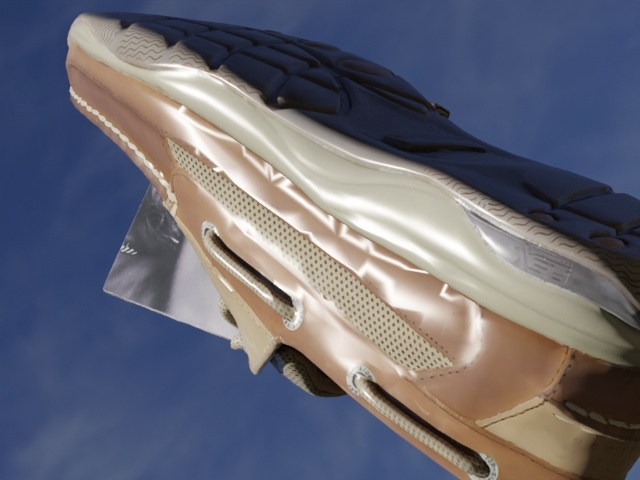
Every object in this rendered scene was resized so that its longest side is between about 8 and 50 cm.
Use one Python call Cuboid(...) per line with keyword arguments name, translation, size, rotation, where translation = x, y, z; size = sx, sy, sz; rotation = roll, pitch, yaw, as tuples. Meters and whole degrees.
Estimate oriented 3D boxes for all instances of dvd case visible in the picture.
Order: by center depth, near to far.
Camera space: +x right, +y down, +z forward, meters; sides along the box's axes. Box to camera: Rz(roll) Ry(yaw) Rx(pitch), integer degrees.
Cuboid(name="dvd case", translation=(-0.033, -0.020, 1.163), size=(0.018, 0.221, 0.164), rotation=(29, -98, -40))

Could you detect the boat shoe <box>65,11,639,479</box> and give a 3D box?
Cuboid(name="boat shoe", translation=(0.000, 0.000, 0.729), size=(0.123, 0.324, 0.116), rotation=(2, -69, -41))
